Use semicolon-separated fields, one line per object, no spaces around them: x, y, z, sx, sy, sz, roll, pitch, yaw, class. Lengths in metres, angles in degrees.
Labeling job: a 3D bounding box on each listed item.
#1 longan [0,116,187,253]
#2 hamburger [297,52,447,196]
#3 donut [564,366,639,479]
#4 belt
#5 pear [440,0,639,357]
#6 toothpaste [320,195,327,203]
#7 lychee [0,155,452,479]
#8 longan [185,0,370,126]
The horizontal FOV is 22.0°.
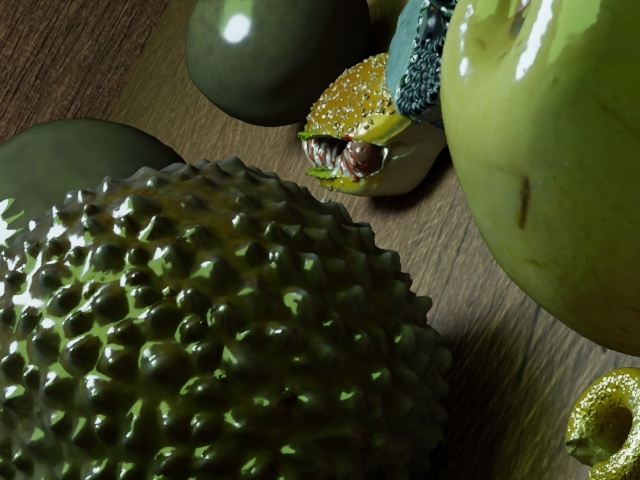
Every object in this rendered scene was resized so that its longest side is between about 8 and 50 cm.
-0.299;0.058;1.896;0.404;0.404;0.436;-51;26;17;longan
0.061;-0.122;1.714;0.173;0.116;0.210;-55;18;-4;hamburger
0.198;0.124;1.057;0.097;0.043;0.108;-52;23;14;donut
0.160;-0.187;1.524;0.207;0.150;0.257;-62;15;14;belt
0.216;-0.081;0.968;0.309;0.309;0.309;-48;20;23;pear
0.000;0.000;1.800;0.052;0.033;0.218;-51;16;11;toothpaste
-0.093;0.115;1.313;0.432;0.380;0.380;14;71;54;lychee
-0.053;-0.263;2.084;0.248;0.248;0.248;-48;20;23;longan
